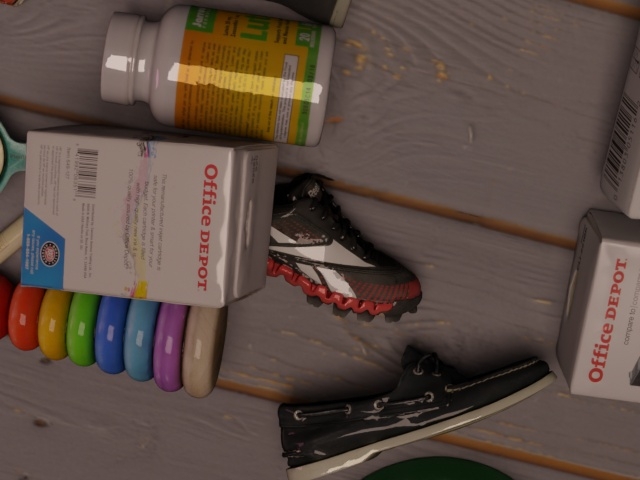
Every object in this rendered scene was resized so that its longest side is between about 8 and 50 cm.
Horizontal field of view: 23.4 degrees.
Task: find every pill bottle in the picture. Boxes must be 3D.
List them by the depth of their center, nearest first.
[{"bbox_3d":[-0.112,-0.186,1.708,0.246,0.136,0.136,8,108,-2],"label":"pill bottle"}]

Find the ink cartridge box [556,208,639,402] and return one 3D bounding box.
[{"bbox_3d":[0.429,0.088,1.800,0.273,0.114,0.197,8,109,-1],"label":"ink cartridge box"}]

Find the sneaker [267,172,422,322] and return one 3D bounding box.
[{"bbox_3d":[0.000,0.000,1.787,0.276,0.097,0.135,22,110,-5],"label":"sneaker"}]

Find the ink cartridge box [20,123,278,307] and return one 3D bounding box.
[{"bbox_3d":[-0.182,-0.031,1.679,0.233,0.168,0.171,7,98,14],"label":"ink cartridge box"}]

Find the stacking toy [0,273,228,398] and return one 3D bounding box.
[{"bbox_3d":[-0.280,0.096,1.812,0.330,0.141,0.141,7,108,2],"label":"stacking toy"}]

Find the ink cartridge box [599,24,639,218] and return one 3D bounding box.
[{"bbox_3d":[0.529,-0.175,1.723,0.385,0.091,0.308,0,119,-17],"label":"ink cartridge box"}]

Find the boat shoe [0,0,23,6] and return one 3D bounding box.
[{"bbox_3d":[-0.318,-0.319,1.718,0.137,0.049,0.043,-52,143,13],"label":"boat shoe"}]

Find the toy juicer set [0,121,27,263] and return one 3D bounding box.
[{"bbox_3d":[-0.433,-0.069,1.777,0.329,0.089,0.209,29,106,-9],"label":"toy juicer set"}]

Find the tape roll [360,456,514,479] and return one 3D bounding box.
[{"bbox_3d":[0.146,0.431,1.939,0.321,0.077,0.321,0,109,1],"label":"tape roll"}]

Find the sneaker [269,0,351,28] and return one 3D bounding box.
[{"bbox_3d":[-0.001,-0.349,1.681,0.118,0.083,0.222,16,109,-4],"label":"sneaker"}]

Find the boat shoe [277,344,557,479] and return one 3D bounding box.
[{"bbox_3d":[0.106,0.184,1.839,0.340,0.127,0.113,-21,84,10],"label":"boat shoe"}]
